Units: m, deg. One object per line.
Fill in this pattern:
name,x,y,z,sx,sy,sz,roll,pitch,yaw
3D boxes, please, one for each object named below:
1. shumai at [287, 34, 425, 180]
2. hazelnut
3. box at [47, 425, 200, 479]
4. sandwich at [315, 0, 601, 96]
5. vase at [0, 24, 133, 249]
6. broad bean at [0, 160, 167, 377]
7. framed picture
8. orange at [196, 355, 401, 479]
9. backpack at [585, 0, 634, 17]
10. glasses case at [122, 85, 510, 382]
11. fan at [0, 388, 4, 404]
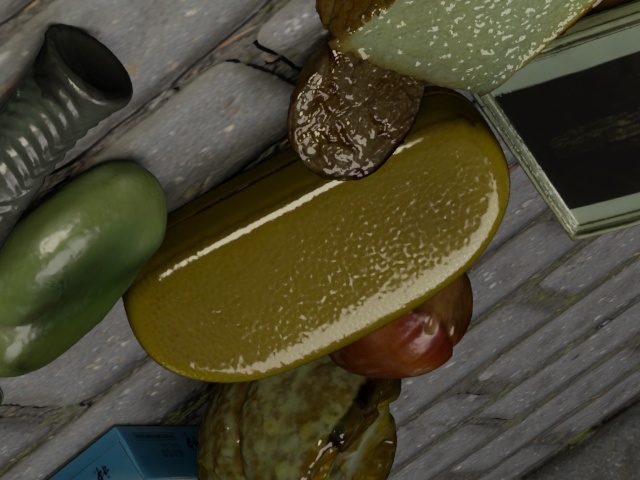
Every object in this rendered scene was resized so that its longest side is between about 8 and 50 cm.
shumai,0.017,-0.121,1.570,0.123,0.139,0.105,27,158,-35
hazelnut,0.077,0.071,1.946,0.182,0.182,0.182,-27,160,-11
box,-0.218,0.294,2.224,0.142,0.083,0.232,-39,158,19
sandwich,0.143,-0.234,1.462,0.226,0.087,0.251,13,134,-46
vase,-0.236,-0.050,1.352,0.237,0.115,0.115,-44,157,25
broad bean,-0.219,0.026,1.562,0.228,0.100,0.169,-46,162,32
framed picture,0.289,-0.107,1.614,0.293,0.231,0.018,-16,-147,38
orange,-0.031,0.239,2.146,0.271,0.210,0.368,-43,153,-34
backpack,0.371,-0.194,1.710,0.353,0.201,0.378,-6,144,-19
glasses case,0.000,0.000,1.690,0.371,0.173,0.141,-28,-157,3
fan,-0.417,0.176,1.759,0.223,0.012,0.294,-27,160,-9
